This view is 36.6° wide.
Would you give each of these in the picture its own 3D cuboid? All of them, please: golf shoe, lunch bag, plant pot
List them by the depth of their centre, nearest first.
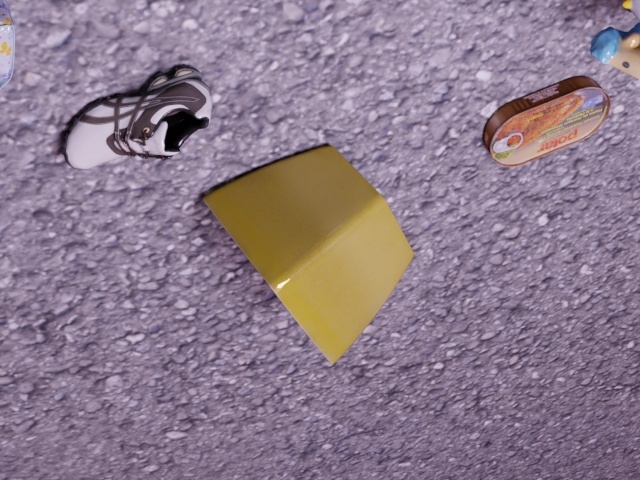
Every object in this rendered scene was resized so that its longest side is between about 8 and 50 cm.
[{"bbox_3d":[-0.349,-0.208,1.013,0.053,0.071,0.083,-6,137,-22],"label":"lunch bag"},{"bbox_3d":[-0.218,-0.129,1.145,0.198,0.094,0.077,-30,140,9],"label":"golf shoe"},{"bbox_3d":[0.000,0.000,1.317,0.187,0.212,0.212,-38,139,-4],"label":"plant pot"}]

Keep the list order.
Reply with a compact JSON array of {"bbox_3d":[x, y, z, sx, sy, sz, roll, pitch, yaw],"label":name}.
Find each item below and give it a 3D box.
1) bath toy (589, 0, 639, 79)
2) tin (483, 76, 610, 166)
[{"bbox_3d":[0.421,-0.345,1.068,0.129,0.151,0.348,20,132,4],"label":"bath toy"},{"bbox_3d":[0.327,-0.172,1.403,0.189,0.040,0.106,-21,135,-3],"label":"tin"}]
